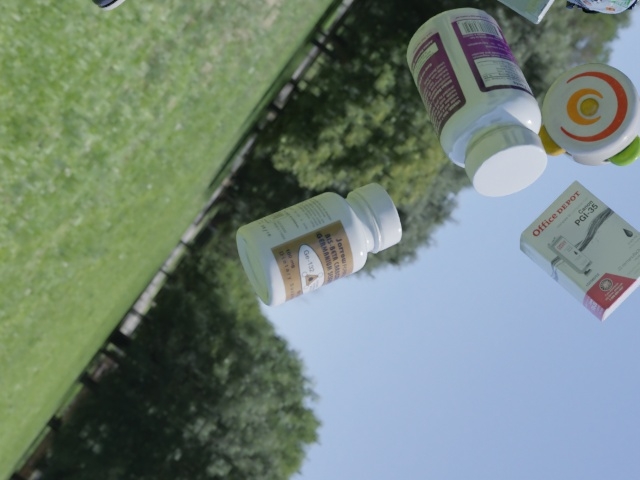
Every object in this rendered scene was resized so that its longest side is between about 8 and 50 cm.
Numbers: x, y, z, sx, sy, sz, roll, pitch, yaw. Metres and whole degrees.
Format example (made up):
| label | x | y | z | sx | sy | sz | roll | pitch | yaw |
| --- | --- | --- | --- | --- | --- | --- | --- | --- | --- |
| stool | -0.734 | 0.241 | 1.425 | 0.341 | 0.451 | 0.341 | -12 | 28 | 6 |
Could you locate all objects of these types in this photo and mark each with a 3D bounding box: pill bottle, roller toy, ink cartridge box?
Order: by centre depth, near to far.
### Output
| label | x | y | z | sx | sy | sz | roll | pitch | yaw |
| --- | --- | --- | --- | --- | --- | --- | --- | --- | --- |
| pill bottle | 0.000 | 0.000 | 1.553 | 0.229 | 0.131 | 0.131 | -23 | 175 | -16 |
| pill bottle | 0.260 | -0.224 | 1.681 | 0.169 | 0.169 | 0.301 | -50 | -137 | 40 |
| roller toy | 0.550 | -0.256 | 2.077 | 0.146 | 0.209 | 0.191 | 20 | 77 | -67 |
| ink cartridge box | 0.657 | 0.024 | 2.513 | 0.207 | 0.283 | 0.117 | -44 | 159 | -6 |

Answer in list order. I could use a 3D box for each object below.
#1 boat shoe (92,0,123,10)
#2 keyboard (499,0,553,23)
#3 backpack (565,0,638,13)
| label | x | y | z | sx | sy | sz | roll | pitch | yaw |
| --- | --- | --- | --- | --- | --- | --- | --- | --- | --- |
| boat shoe | -0.220 | -0.350 | 1.169 | 0.206 | 0.065 | 0.075 | -43 | -133 | 34 |
| keyboard | 0.318 | -0.402 | 1.294 | 0.256 | 0.072 | 0.014 | -57 | 160 | 13 |
| backpack | 0.660 | -0.658 | 2.366 | 0.276 | 0.213 | 0.263 | -65 | -148 | 16 |
